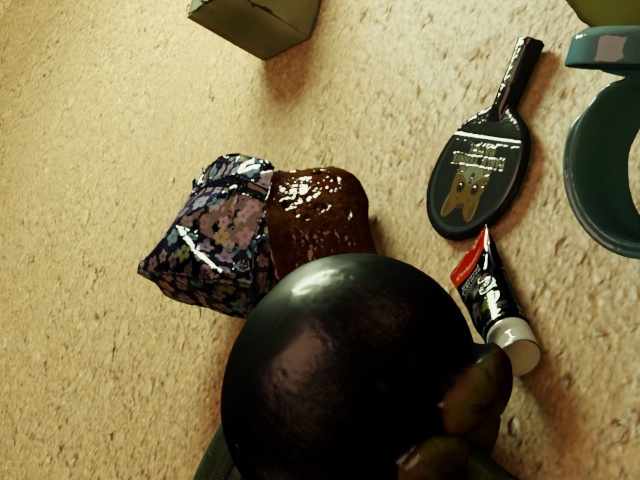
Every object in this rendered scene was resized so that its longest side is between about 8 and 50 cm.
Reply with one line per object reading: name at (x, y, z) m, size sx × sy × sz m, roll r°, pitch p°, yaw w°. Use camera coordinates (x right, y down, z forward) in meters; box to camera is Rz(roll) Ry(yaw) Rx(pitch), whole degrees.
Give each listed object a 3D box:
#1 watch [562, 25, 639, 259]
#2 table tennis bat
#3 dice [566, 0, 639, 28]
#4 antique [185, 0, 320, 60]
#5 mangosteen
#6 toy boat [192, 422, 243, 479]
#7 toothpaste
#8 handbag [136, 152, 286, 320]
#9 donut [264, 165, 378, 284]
watch at (0.304, -0.079, 1.136) m, size 0.211 × 0.211 × 0.193 m, roll 8°, pitch 94°, yaw 58°
table tennis bat at (0.184, -0.109, 1.464) m, size 0.150 × 0.027 × 0.236 m, roll 17°, pitch 83°, yaw 59°
dice at (0.308, -0.298, 1.284) m, size 0.169 × 0.166 × 0.169 m, roll -40°, pitch 37°, yaw 33°
antique at (-0.096, -0.363, 1.953) m, size 0.148 × 0.152 × 0.146 m, roll -17°, pitch 52°, yaw 53°
mangosteen at (0.055, 0.161, 1.261) m, size 0.302 × 0.275 × 0.275 m, roll 32°, pitch 95°, yaw 23°
toy boat at (-0.061, 0.205, 1.539) m, size 0.085 × 0.078 × 0.260 m, roll 32°, pitch 95°, yaw 34°
toothpaste at (0.168, 0.061, 1.341) m, size 0.071 × 0.045 × 0.193 m, roll -57°, pitch 25°, yaw 24°
handbag at (-0.114, -0.011, 1.726) m, size 0.229 × 0.127 × 0.207 m, roll 6°, pitch 59°, yaw 51°
donut at (-0.001, 0.000, 1.546) m, size 0.126 × 0.144 × 0.186 m, roll -15°, pitch 18°, yaw 5°
